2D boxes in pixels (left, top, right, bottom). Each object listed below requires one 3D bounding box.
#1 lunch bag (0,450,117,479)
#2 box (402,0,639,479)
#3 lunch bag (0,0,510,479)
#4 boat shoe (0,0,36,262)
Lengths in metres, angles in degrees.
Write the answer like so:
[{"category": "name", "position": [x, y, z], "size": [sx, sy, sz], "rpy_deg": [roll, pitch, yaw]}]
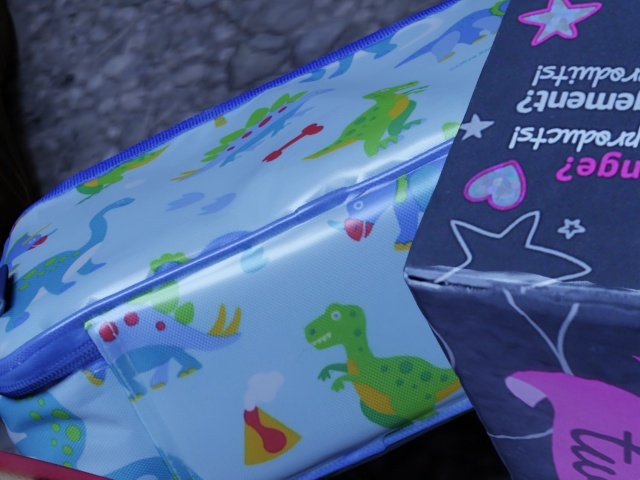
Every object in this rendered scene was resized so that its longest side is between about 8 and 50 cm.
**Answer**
[{"category": "lunch bag", "position": [-0.039, 0.197, 0.414], "size": [0.120, 0.258, 0.293], "rpy_deg": [-54, 29, 42]}, {"category": "box", "position": [0.143, 0.033, 0.419], "size": [0.163, 0.247, 0.142], "rpy_deg": [5, 55, 28]}, {"category": "lunch bag", "position": [0.000, 0.000, 0.587], "size": [0.219, 0.090, 0.176], "rpy_deg": [-25, 17, 5]}, {"category": "boat shoe", "position": [-0.193, -0.073, 0.743], "size": [0.110, 0.121, 0.341], "rpy_deg": [-24, 50, 6]}]
